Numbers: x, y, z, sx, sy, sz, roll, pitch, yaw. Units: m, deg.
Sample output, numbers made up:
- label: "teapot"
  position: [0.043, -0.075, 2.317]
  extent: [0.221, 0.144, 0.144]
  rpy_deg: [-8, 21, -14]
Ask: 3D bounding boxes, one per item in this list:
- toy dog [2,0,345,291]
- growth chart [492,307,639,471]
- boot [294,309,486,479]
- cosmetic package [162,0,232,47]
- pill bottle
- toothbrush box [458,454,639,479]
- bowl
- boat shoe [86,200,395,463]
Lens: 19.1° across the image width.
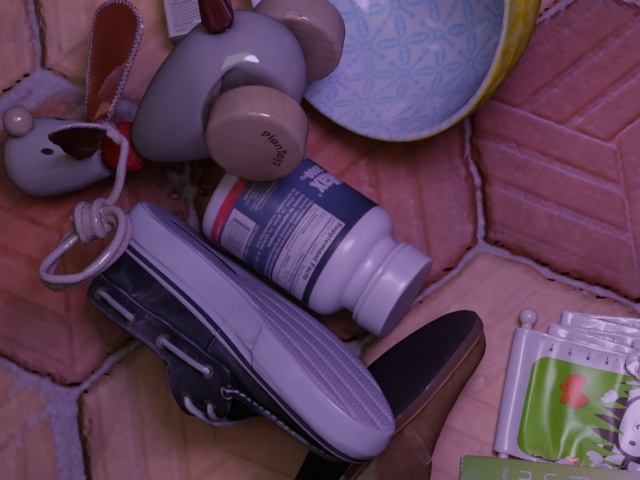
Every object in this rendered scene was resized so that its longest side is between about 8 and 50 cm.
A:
- label: "toy dog"
  position: [-0.144, -0.126, 1.580]
  extent: [0.333, 0.161, 0.220]
  rpy_deg: [-28, 36, 12]
- label: "growth chart"
  position: [0.265, 0.137, 1.608]
  extent: [0.237, 0.021, 0.172]
  rpy_deg: [1, 79, 7]
- label: "boot"
  position: [0.054, 0.195, 1.595]
  extent: [0.115, 0.112, 0.305]
  rpy_deg: [42, 78, -18]
- label: "cosmetic package"
  position: [-0.114, -0.235, 1.719]
  extent: [0.060, 0.041, 0.115]
  rpy_deg: [-10, 76, 4]
- label: "pill bottle"
  position: [0.000, 0.000, 1.621]
  extent: [0.180, 0.108, 0.108]
  rpy_deg: [34, 83, 11]
- label: "toothbrush box"
  position: [0.241, 0.295, 1.506]
  extent: [0.283, 0.122, 0.206]
  rpy_deg: [6, 66, 6]
- label: "bowl"
  position: [0.090, -0.242, 1.624]
  extent: [0.156, 0.289, 0.289]
  rpy_deg: [-23, 71, -44]
- label: "boat shoe"
  position: [-0.071, 0.099, 1.588]
  extent: [0.335, 0.121, 0.119]
  rpy_deg: [40, 103, 38]
